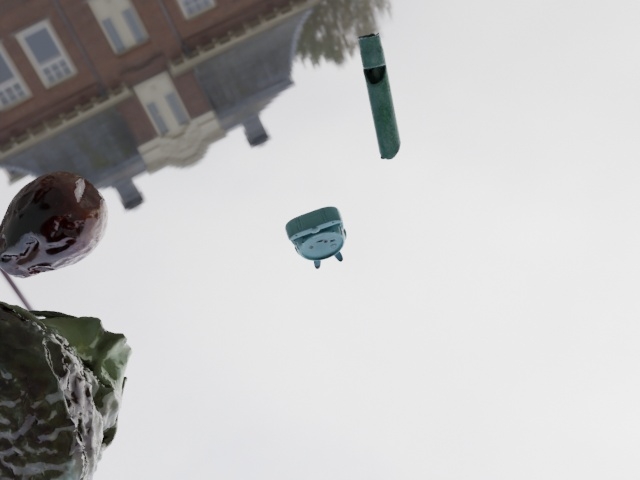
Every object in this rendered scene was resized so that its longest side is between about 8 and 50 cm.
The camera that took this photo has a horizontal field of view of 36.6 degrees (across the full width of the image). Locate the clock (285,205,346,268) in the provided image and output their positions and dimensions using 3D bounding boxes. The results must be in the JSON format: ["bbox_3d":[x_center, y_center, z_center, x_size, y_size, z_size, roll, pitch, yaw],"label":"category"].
[{"bbox_3d":[0.000,-0.001,1.828,0.108,0.147,0.045,-20,-125,3],"label":"clock"}]

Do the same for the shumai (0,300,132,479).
[{"bbox_3d":[-0.435,0.231,1.467,0.395,0.394,0.348,-5,-167,27],"label":"shumai"}]

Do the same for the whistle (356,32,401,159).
[{"bbox_3d":[0.089,-0.214,1.444,0.039,0.186,0.039,-11,-164,3],"label":"whistle"}]

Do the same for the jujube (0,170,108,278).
[{"bbox_3d":[-0.491,-0.018,1.737,0.236,0.168,0.168,-37,-151,20],"label":"jujube"}]
